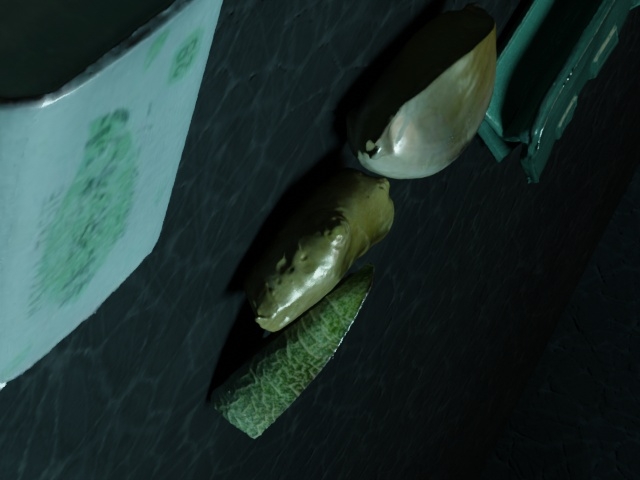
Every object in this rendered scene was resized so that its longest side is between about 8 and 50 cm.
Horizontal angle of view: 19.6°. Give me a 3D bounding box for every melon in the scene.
[{"bbox_3d":[-0.018,0.086,1.537,0.182,0.054,0.098,-41,-166,49],"label":"melon"}]

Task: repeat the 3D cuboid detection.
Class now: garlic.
[{"bbox_3d":[0.081,-0.108,1.539,0.195,0.087,0.101,-45,147,-37],"label":"garlic"}]

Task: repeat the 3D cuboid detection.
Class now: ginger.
[{"bbox_3d":[0.000,0.002,1.496,0.190,0.069,0.095,-45,154,-43],"label":"ginger"}]

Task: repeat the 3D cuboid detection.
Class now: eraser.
[{"bbox_3d":[-0.127,-0.045,0.886,0.174,0.081,0.227,-47,167,-36],"label":"eraser"}]

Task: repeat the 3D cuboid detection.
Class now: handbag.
[{"bbox_3d":[0.271,-0.228,1.945,0.326,0.089,0.238,-60,167,-3],"label":"handbag"}]
